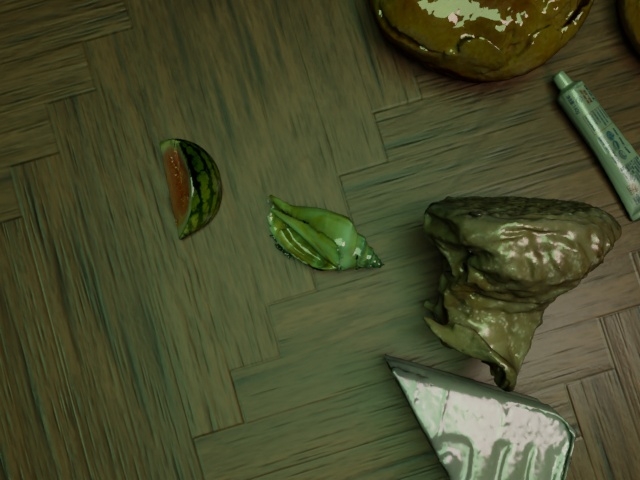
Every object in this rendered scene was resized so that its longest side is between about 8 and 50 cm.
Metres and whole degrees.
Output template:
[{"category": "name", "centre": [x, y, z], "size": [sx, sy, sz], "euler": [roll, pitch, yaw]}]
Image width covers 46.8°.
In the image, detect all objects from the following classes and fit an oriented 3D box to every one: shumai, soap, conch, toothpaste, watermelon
[{"category": "shumai", "centre": [0.289, 0.070, 1.066], "size": [0.314, 0.267, 0.263], "euler": [-8, 106, -38]}, {"category": "soap", "centre": [0.198, 0.330, 1.076], "size": [0.302, 0.159, 0.258], "euler": [17, 87, 3]}, {"category": "conch", "centre": [0.003, -0.001, 1.142], "size": [0.200, 0.079, 0.095], "euler": [16, 98, 18]}, {"category": "toothpaste", "centre": [0.454, -0.158, 1.174], "size": [0.069, 0.047, 0.268], "euler": [-35, 88, -22]}, {"category": "watermelon", "centre": [-0.201, -0.093, 1.151], "size": [0.086, 0.069, 0.163], "euler": [-14, 83, -3]}]

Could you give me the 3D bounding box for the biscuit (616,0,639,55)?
[{"category": "biscuit", "centre": [0.611, -0.387, 1.130], "size": [0.296, 0.102, 0.297], "euler": [0, 90, 21]}]

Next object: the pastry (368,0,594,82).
[{"category": "pastry", "centre": [0.243, -0.408, 1.139], "size": [0.355, 0.164, 0.356], "euler": [0, 85, 2]}]
